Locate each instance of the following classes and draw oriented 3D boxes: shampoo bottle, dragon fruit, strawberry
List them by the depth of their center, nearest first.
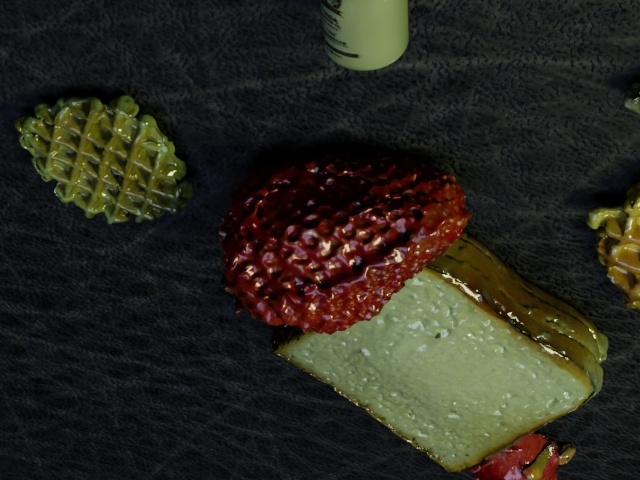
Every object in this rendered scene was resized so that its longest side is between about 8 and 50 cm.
[{"bbox_3d":[0.037,-0.227,1.376,0.079,0.079,0.162,6,141,9],"label":"shampoo bottle"},{"bbox_3d":[0.000,0.000,1.581,0.286,0.106,0.188,-20,89,24],"label":"strawberry"},{"bbox_3d":[0.236,0.281,1.942,0.126,0.068,0.112,15,143,-2],"label":"dragon fruit"}]

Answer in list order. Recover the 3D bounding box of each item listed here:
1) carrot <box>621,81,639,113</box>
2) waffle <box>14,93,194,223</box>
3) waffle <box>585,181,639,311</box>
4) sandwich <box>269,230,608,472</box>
[{"bbox_3d":[0.428,-0.092,1.401,0.336,0.069,0.069,15,143,20],"label":"carrot"},{"bbox_3d":[-0.224,-0.083,1.659,0.169,0.036,0.183,-5,136,25],"label":"waffle"},{"bbox_3d":[0.392,0.004,1.582,0.243,0.058,0.238,-22,126,33],"label":"waffle"},{"bbox_3d":[0.132,0.111,1.744,0.301,0.099,0.271,35,131,-21],"label":"sandwich"}]
